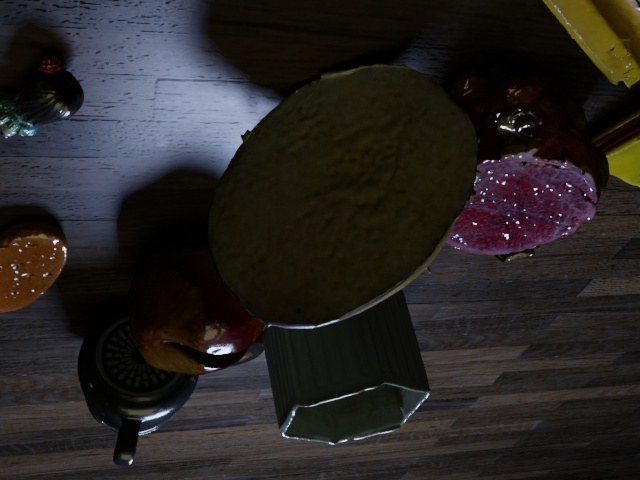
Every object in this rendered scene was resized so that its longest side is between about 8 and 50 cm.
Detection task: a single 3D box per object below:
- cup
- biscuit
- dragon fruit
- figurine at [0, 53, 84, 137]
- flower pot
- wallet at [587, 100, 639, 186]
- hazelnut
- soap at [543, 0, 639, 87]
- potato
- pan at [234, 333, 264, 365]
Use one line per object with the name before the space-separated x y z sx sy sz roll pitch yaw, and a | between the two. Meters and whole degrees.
cup | -0.270 0.217 1.216 0.169 0.223 0.176 13 152 -13
biscuit | -0.416 0.023 1.024 0.192 0.036 0.186 14 138 -35
dragon fruit | 0.216 -0.098 0.953 0.211 0.147 0.282 -5 146 7
figurine | -0.276 -0.135 0.810 0.106 0.047 0.060 -20 112 27
flower pot | 0.033 0.182 1.282 0.209 0.189 0.239 -2 148 -18
wallet | 0.445 -0.150 1.006 0.141 0.067 0.241 14 146 -42
hazelnut | -0.162 0.084 1.099 0.178 0.178 0.204 9 142 -30
soap | 0.266 -0.276 0.701 0.204 0.096 0.324 -29 145 27
potato | 0.025 -0.043 0.885 0.299 0.239 0.116 -45 164 3
pan | -0.134 0.151 1.320 0.115 0.040 0.212 -7 150 -17
